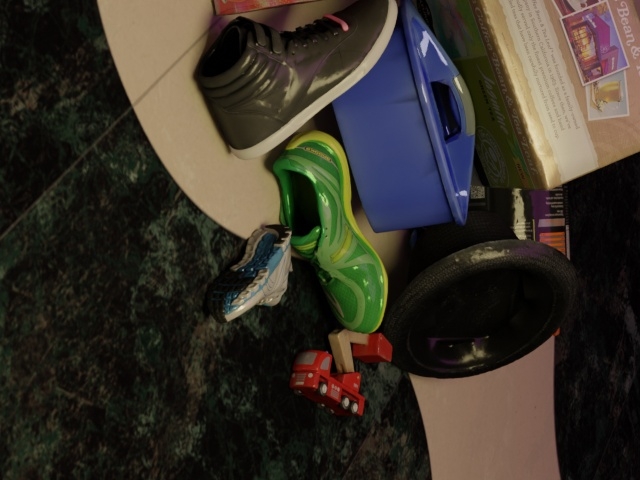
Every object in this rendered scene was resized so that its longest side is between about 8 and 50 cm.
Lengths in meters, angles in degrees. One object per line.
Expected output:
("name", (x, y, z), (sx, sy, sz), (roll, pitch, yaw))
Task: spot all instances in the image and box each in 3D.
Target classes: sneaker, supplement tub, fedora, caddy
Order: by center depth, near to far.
("sneaker", (-0.031, -0.249, 1.846), (0.296, 0.104, 0.147), (-43, 128, -9))
("sneaker", (-0.079, 0.060, 1.867), (0.191, 0.071, 0.083), (-50, 134, -48))
("sneaker", (0.000, 0.000, 1.982), (0.123, 0.109, 0.296), (-34, 110, -44))
("caddy", (0.128, -0.174, 2.050), (0.241, 0.179, 0.341), (-83, 157, -66))
("fedora", (0.226, 0.066, 2.193), (0.334, 0.334, 0.153), (42, 27, -49))
("supplement tub", (0.314, 0.000, 2.385), (0.193, 0.193, 0.316), (-2, 91, -58))

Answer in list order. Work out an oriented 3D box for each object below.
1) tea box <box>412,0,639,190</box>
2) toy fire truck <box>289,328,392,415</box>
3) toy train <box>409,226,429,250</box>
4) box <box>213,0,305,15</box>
("tea box", (0.301, -0.263, 2.073), (0.220, 0.323, 0.329), (-23, 98, -13))
("toy fire truck", (0.030, 0.176, 2.050), (0.192, 0.047, 0.135), (37, 56, -50))
("toy train", (0.187, -0.049, 2.300), (0.105, 0.080, 0.184), (-11, 96, -64))
("box", (-0.017, -0.396, 1.937), (0.300, 0.142, 0.154), (-25, 108, -57))
